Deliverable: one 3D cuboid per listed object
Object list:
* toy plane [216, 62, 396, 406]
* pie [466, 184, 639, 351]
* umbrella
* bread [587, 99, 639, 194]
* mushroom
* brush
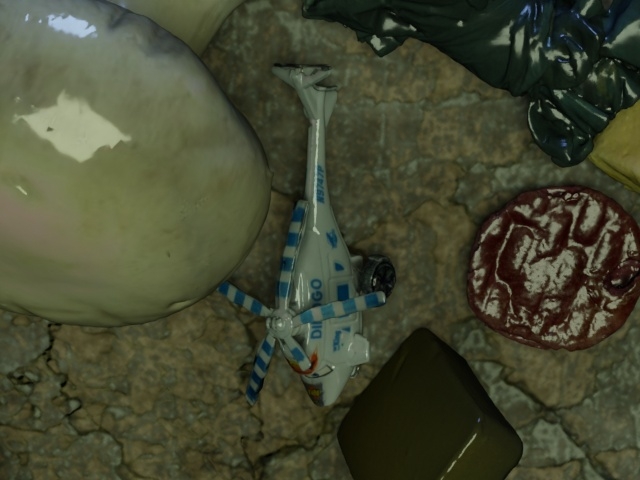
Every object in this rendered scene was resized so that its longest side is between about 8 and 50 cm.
[{"bbox_3d":[-0.008,-0.003,1.398,0.182,0.107,0.273,-15,86,41],"label":"toy plane"},{"bbox_3d":[0.195,0.022,1.437,0.153,0.038,0.153,-1,102,-2],"label":"pie"},{"bbox_3d":[0.100,-0.191,1.347,0.349,0.094,0.143,30,91,-8],"label":"umbrella"},{"bbox_3d":[0.340,-0.078,1.312,0.163,0.264,0.167,30,93,-13],"label":"bread"},{"bbox_3d":[-0.157,-0.070,1.253,0.356,0.315,0.315,-19,105,-4],"label":"mushroom"},{"bbox_3d":[0.084,0.159,1.379,0.059,0.197,0.123,35,99,-21],"label":"brush"}]
